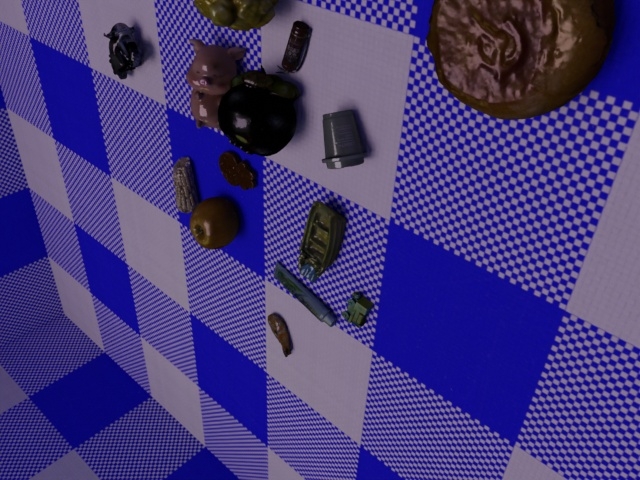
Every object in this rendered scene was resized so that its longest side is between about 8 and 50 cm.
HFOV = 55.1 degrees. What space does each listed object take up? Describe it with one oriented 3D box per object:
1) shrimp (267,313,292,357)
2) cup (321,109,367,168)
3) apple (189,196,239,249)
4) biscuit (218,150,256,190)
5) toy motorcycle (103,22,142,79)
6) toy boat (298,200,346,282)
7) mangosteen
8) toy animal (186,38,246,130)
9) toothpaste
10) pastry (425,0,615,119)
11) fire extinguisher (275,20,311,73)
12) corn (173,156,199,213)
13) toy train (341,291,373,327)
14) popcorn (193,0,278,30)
[{"bbox_3d":[-0.153,0.353,2.277,0.099,0.041,0.180,-4,112,50],"label":"shrimp"},{"bbox_3d":[0.053,-0.261,1.580,0.120,0.120,0.141,2,109,47],"label":"cup"},{"bbox_3d":[-0.372,-0.059,2.146,0.182,0.155,0.182,29,134,36],"label":"apple"},{"bbox_3d":[-0.273,-0.227,2.028,0.175,0.026,0.124,31,136,31],"label":"biscuit"},{"bbox_3d":[-0.690,-0.659,2.136,0.270,0.106,0.159,3,113,59],"label":"toy motorcycle"},{"bbox_3d":[0.004,-0.001,1.836,0.111,0.084,0.276,39,135,27],"label":"toy boat"},{"bbox_3d":[-0.169,-0.353,1.696,0.243,0.243,0.243,27,133,34],"label":"mangosteen"},{"bbox_3d":[-0.313,-0.457,1.819,0.154,0.166,0.250,-98,15,-55],"label":"toy animal"},{"bbox_3d":[-0.058,0.183,2.058,0.297,0.048,0.075,41,140,26],"label":"toothpaste"},{"bbox_3d":[0.356,-0.391,1.121,0.356,0.164,0.356,23,131,29],"label":"pastry"},{"bbox_3d":[-0.070,-0.496,1.608,0.064,0.043,0.158,16,139,-8],"label":"fire extinguisher"},{"bbox_3d":[-0.500,-0.199,2.250,0.087,0.087,0.211,23,131,37],"label":"corn"},{"bbox_3d":[0.113,0.213,1.886,0.081,0.050,0.122,33,135,18],"label":"toy train"},{"bbox_3d":[-0.222,-0.634,1.533,0.235,0.241,0.250,-28,81,37],"label":"popcorn"}]
